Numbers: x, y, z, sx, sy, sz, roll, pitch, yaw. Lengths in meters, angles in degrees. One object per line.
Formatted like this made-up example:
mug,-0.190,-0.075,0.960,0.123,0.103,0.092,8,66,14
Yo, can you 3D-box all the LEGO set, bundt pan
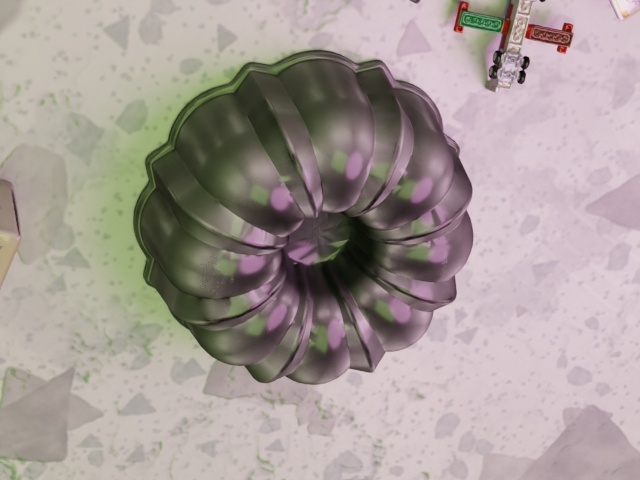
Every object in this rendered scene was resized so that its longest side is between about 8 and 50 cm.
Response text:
LEGO set,0.191,-0.252,1.118,0.244,0.060,0.182,-32,111,0
bundt pan,0.000,0.000,1.138,0.330,0.124,0.331,-9,121,-15

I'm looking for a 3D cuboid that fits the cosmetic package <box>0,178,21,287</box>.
cosmetic package,-0.388,0.080,1.062,0.160,0.113,0.309,16,111,-26
